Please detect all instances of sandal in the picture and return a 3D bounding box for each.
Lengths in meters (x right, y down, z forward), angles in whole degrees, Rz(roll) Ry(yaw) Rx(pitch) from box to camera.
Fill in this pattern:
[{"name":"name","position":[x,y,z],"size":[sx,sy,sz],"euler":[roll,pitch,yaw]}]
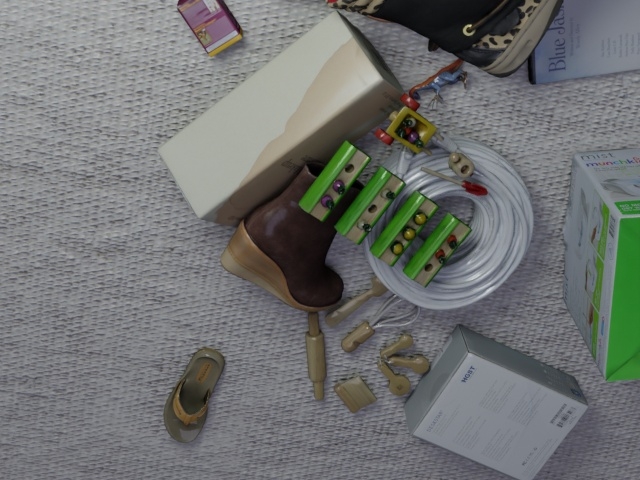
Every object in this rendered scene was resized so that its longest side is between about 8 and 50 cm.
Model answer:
[{"name":"sandal","position":[-0.205,0.255,1.703],"size":[0.072,0.049,0.180],"euler":[20,113,-13]}]

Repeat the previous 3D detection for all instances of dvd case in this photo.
[{"name":"dvd case","position":[0.411,-0.321,1.471],"size":[0.253,0.022,0.180],"euler":[-8,117,1]}]

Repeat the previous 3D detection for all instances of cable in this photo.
[{"name":"cable","position":[0.183,-0.027,1.559],"size":[0.257,0.089,0.257],"euler":[23,109,-18]}]

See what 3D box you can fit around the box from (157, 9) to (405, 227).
[{"name":"box","position":[-0.049,-0.157,1.438],"size":[0.311,0.148,0.121],"euler":[-36,75,15]}]

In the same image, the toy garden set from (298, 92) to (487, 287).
[{"name":"toy garden set","position":[0.126,-0.062,1.434],"size":[0.244,0.049,0.204],"euler":[32,102,-30]}]

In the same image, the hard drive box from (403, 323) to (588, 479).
[{"name":"hard drive box","position":[0.282,0.268,1.716],"size":[0.232,0.089,0.181],"euler":[25,112,-15]}]

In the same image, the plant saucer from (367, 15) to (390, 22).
[{"name":"plant saucer","position":[0.102,-0.392,1.410],"size":[0.199,0.037,0.200],"euler":[-2,117,-3]}]

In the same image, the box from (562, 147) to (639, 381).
[{"name":"box","position":[0.441,0.030,1.530],"size":[0.126,0.231,0.262],"euler":[-4,116,-1]}]

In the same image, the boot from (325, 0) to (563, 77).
[{"name":"boot","position":[0.192,-0.400,1.294],"size":[0.284,0.138,0.377],"euler":[12,124,-24]}]

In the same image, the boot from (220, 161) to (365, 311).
[{"name":"boot","position":[0.000,0.000,1.522],"size":[0.207,0.090,0.248],"euler":[-44,139,23]}]

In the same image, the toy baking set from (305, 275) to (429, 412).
[{"name":"toy baking set","position":[0.071,0.159,1.686],"size":[0.196,0.030,0.256],"euler":[-10,116,-2]}]

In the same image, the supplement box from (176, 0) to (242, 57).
[{"name":"supplement box","position":[-0.150,-0.300,1.436],"size":[0.055,0.043,0.083],"euler":[-28,115,11]}]

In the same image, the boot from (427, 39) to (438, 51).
[{"name":"boot","position":[0.218,-0.290,1.470],"size":[0.114,0.037,0.106],"euler":[20,116,-18]}]

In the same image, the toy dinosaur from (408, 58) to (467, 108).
[{"name":"toy dinosaur","position":[0.167,-0.226,1.506],"size":[0.082,0.047,0.090],"euler":[1,83,6]}]
